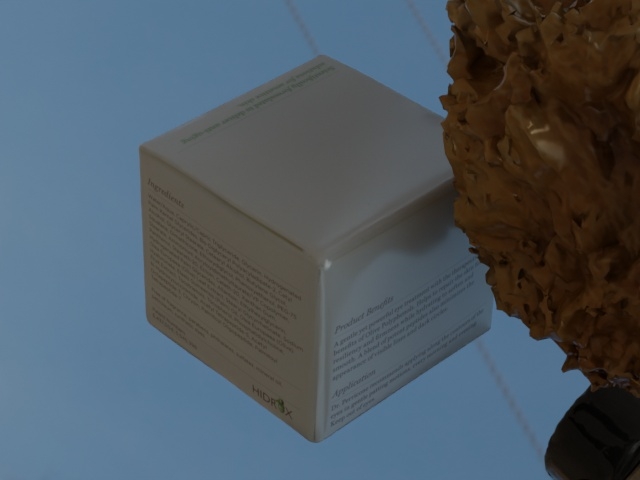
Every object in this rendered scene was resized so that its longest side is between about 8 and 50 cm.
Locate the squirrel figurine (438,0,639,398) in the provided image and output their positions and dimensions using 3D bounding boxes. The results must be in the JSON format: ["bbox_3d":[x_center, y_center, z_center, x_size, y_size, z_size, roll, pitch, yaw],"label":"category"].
[{"bbox_3d":[0.205,0.039,0.633,0.370,0.281,0.397,-43,-99,-4],"label":"squirrel figurine"}]

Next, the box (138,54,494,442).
[{"bbox_3d":[0.000,0.000,0.675,0.102,0.101,0.087,33,-43,33],"label":"box"}]

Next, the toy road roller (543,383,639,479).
[{"bbox_3d":[0.202,0.232,1.020,0.240,0.329,0.202,-48,-121,3],"label":"toy road roller"}]
